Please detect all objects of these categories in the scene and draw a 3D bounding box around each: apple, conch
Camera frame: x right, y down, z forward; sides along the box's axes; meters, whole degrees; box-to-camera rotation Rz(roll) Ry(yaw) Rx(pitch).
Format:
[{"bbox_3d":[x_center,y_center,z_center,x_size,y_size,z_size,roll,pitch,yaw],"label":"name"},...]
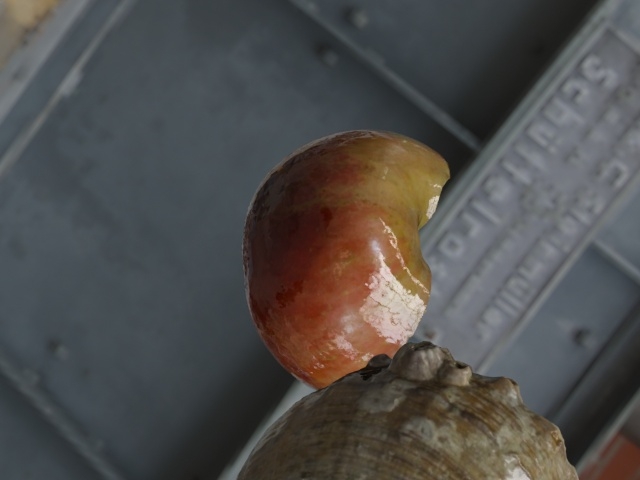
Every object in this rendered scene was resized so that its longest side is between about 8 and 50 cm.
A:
[{"bbox_3d":[0.000,0.000,1.950,0.251,0.163,0.293,-28,-139,46],"label":"apple"},{"bbox_3d":[0.032,0.206,1.470,0.297,0.352,0.210,-44,-126,53],"label":"conch"}]
